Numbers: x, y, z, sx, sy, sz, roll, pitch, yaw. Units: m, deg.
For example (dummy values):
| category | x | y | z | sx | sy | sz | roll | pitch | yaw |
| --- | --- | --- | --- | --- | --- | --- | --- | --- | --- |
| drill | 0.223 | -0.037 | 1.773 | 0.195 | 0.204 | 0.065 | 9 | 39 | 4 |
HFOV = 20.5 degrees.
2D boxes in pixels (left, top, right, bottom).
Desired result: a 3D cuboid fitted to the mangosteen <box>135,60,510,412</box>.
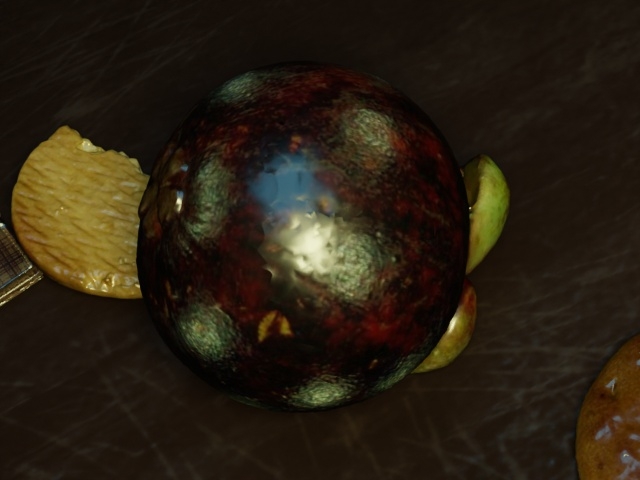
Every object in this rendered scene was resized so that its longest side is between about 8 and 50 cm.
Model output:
| category | x | y | z | sx | sy | sz | roll | pitch | yaw |
| --- | --- | --- | --- | --- | --- | --- | --- | --- | --- |
| mangosteen | 0.000 | 0.000 | 1.355 | 0.288 | 0.288 | 0.288 | -6 | 53 | 9 |

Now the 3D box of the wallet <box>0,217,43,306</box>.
| category | x | y | z | sx | sy | sz | roll | pitch | yaw |
| --- | --- | --- | --- | --- | --- | --- | --- | --- | --- |
| wallet | -0.351 | -0.012 | 1.572 | 0.124 | 0.042 | 0.230 | -35 | 55 | -12 |

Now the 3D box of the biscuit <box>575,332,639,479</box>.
| category | x | y | z | sx | sy | sz | roll | pitch | yaw |
| --- | --- | --- | --- | --- | --- | --- | --- | --- | --- |
| biscuit | 0.289 | 0.146 | 1.308 | 0.212 | 0.036 | 0.212 | -7 | 54 | 9 |

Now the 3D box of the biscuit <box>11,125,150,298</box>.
| category | x | y | z | sx | sy | sz | roll | pitch | yaw |
| --- | --- | --- | --- | --- | --- | --- | --- | --- | --- |
| biscuit | -0.182 | -0.011 | 1.527 | 0.224 | 0.033 | 0.144 | 29 | 57 | 27 |
